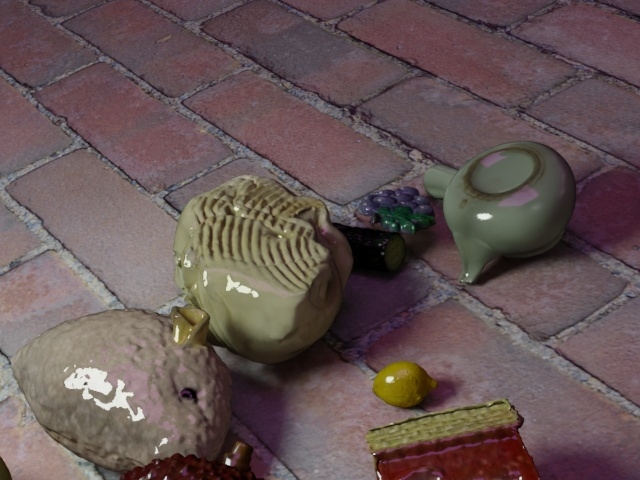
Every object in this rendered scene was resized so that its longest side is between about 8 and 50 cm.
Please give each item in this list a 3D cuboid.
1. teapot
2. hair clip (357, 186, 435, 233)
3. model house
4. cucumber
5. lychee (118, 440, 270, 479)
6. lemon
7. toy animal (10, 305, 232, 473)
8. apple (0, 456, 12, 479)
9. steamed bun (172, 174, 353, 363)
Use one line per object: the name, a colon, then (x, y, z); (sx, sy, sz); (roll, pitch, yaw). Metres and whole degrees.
teapot: (0.282, -0.079, 2.043); (0.220, 0.149, 0.318); (-20, 35, 5)
hair clip: (0.121, -0.042, 2.096); (0.124, 0.052, 0.195); (-3, 18, -4)
model house: (0.159, 0.295, 1.537); (0.196, 0.160, 0.254); (-12, 32, 1)
cucumber: (0.000, 0.000, 2.100); (0.294, 0.067, 0.067); (10, 40, 33)
lychee: (-0.139, 0.368, 1.440); (0.276, 0.276, 0.304); (13, 69, 33)
lemon: (0.116, 0.197, 1.777); (0.092, 0.065, 0.065); (-5, 35, 11)
toy animal: (-0.265, 0.200, 1.779); (0.358, 0.188, 0.226); (20, 52, 22)
apple: (-0.487, 0.334, 1.676); (0.200, 0.200, 0.200); (-9, 34, 6)
steamed bun: (-0.086, 0.064, 1.926); (0.289, 0.203, 0.276); (32, 44, 30)
